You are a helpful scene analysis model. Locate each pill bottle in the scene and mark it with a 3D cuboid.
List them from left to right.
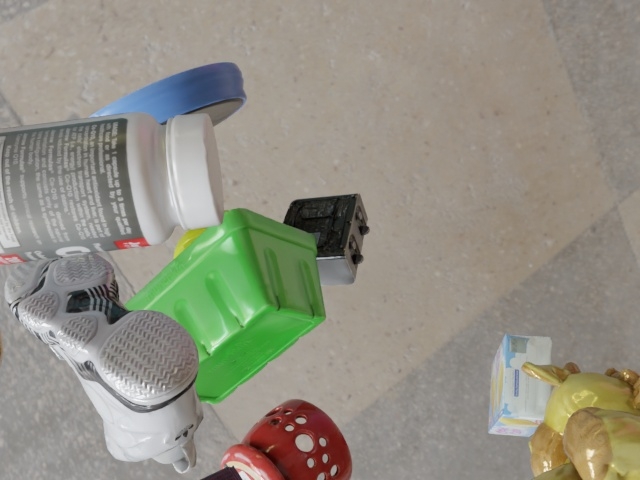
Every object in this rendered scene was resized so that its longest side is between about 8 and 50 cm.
[{"bbox_3d":[-0.265,-0.066,0.866,0.283,0.161,0.161,-7,102,-2],"label":"pill bottle"}]

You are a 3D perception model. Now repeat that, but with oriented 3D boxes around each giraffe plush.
[{"bbox_3d":[0.231,0.171,0.586,0.210,0.170,0.181,-34,109,1],"label":"giraffe plush"}]

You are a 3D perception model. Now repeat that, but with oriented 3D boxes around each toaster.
[{"bbox_3d":[0.000,0.000,1.484,0.110,0.185,0.168,61,33,-45],"label":"toaster"}]

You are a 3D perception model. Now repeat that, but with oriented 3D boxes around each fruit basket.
[{"bbox_3d":[-0.193,0.067,1.323,0.283,0.392,0.392,21,89,-52],"label":"fruit basket"}]

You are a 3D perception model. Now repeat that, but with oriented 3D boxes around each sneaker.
[{"bbox_3d":[-0.285,0.160,0.963,0.137,0.365,0.210,-32,134,-35],"label":"sneaker"}]

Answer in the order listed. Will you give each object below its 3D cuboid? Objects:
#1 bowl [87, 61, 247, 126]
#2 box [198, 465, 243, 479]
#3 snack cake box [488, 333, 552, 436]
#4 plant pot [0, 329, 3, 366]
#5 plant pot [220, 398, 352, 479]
[{"bbox_3d":[-0.335,-0.254,1.538,0.391,0.391,0.077,-26,94,-21],"label":"bowl"},{"bbox_3d":[-0.128,0.325,0.567,0.270,0.216,0.060,-13,140,-41],"label":"box"},{"bbox_3d":[0.385,0.288,1.412,0.089,0.264,0.152,3,69,9],"label":"snack cake box"},{"bbox_3d":[-0.604,0.164,1.048,0.290,0.203,0.291,0,87,6],"label":"plant pot"},{"bbox_3d":[-0.068,0.402,1.274,0.174,0.191,0.191,-27,110,-42],"label":"plant pot"}]
